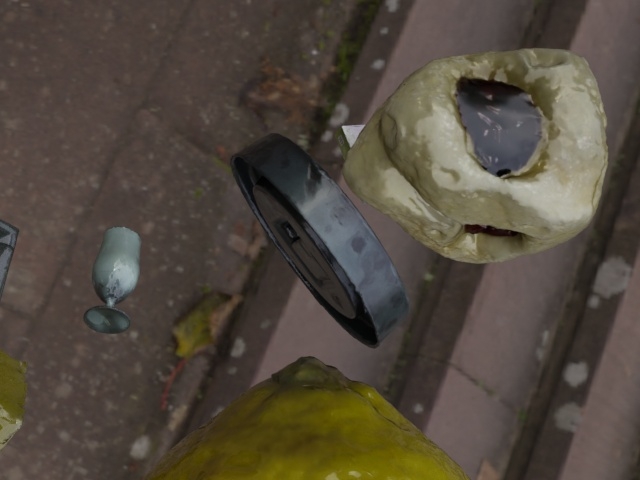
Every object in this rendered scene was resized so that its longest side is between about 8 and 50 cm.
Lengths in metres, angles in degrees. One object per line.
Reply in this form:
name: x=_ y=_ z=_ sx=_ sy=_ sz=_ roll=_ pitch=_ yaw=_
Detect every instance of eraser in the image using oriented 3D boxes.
eraser: x=0.046 y=-0.078 z=1.066 sx=0.038 sy=0.019 sz=0.083 roll=-5 pitch=67 yaw=-36

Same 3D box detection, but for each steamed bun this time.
steamed bun: x=0.098 y=-0.062 z=0.753 sx=0.155 sy=0.172 sz=0.141 roll=5 pitch=71 yaw=-32

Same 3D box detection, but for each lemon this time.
lemon: x=-0.010 y=0.285 z=0.806 sx=0.349 sy=0.349 sz=0.387 roll=-7 pitch=100 yaw=-52

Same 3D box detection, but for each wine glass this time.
wine glass: x=-0.393 y=0.072 z=2.005 sx=0.093 sy=0.093 sz=0.202 roll=58 pitch=24 yaw=-44

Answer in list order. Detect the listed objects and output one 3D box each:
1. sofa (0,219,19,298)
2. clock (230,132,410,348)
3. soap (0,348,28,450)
sofa: x=-0.289 y=0.045 z=0.803 sx=0.085 sy=0.060 sz=0.147 roll=35 pitch=63 yaw=-55
clock: x=-0.001 y=0.001 z=1.391 sx=0.066 sy=0.319 sz=0.319 roll=-36 pitch=132 yaw=-11
soap: x=-0.365 y=0.206 z=0.967 sx=0.076 sy=0.135 sz=0.233 roll=35 pitch=98 yaw=-20
